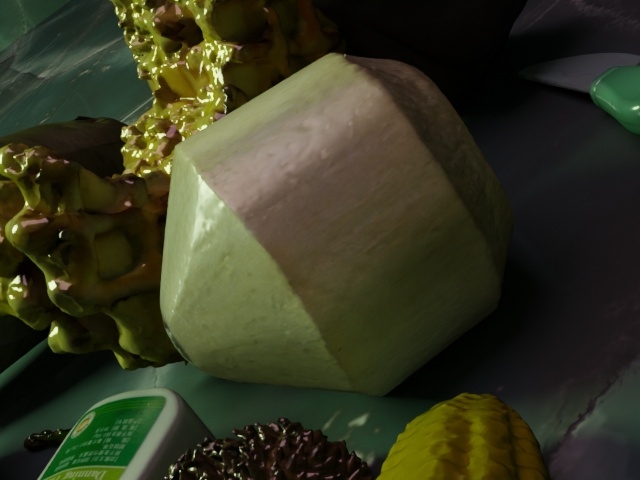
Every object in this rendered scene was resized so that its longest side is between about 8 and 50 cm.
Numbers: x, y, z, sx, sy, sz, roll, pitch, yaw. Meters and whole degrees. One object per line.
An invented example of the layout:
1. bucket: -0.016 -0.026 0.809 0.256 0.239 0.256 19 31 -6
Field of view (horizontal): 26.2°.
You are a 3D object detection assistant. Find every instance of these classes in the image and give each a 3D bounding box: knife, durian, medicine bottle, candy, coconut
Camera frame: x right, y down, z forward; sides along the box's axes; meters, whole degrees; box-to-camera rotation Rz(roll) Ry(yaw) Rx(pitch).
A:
1. knife: 0.210 -0.120 1.008 0.063 0.035 0.260 -33 19 -1
2. durian: -0.050 0.160 0.753 0.148 0.091 0.188 -29 26 19
3. medicine bottle: -0.146 0.182 0.881 0.119 0.069 0.183 -15 32 37
4. candy: 0.065 0.133 0.645 0.106 0.094 0.199 -33 16 22
5. coconut: 0.000 0.000 0.852 0.222 0.202 0.202 -34 22 -7

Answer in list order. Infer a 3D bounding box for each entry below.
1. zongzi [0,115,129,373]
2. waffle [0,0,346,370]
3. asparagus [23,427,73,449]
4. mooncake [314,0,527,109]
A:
1. zongzi: -0.299 0.060 1.266 0.323 0.160 0.360 -21 -34 -59
2. waffle: -0.099 -0.057 1.006 0.151 0.261 0.324 -1 53 52
3. asparagus: -0.187 0.150 1.067 0.163 0.016 0.016 -12 52 43
4. mooncake: 0.028 -0.221 1.142 0.306 0.306 0.154 -9 44 48
